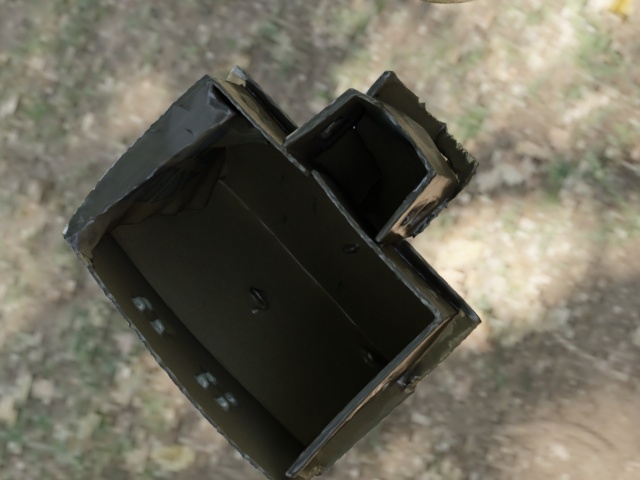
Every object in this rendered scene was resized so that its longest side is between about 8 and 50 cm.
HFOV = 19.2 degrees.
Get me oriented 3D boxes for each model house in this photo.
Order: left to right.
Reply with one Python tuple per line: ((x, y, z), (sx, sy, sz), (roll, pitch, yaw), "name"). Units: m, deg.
((0.000, 0.000, 1.133), (0.204, 0.243, 0.211), (-43, 84, 7), "model house")

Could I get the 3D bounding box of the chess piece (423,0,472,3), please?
((0.018, -0.153, 0.591), (0.094, 0.094, 0.170), (-27, 77, 32), "chess piece")
